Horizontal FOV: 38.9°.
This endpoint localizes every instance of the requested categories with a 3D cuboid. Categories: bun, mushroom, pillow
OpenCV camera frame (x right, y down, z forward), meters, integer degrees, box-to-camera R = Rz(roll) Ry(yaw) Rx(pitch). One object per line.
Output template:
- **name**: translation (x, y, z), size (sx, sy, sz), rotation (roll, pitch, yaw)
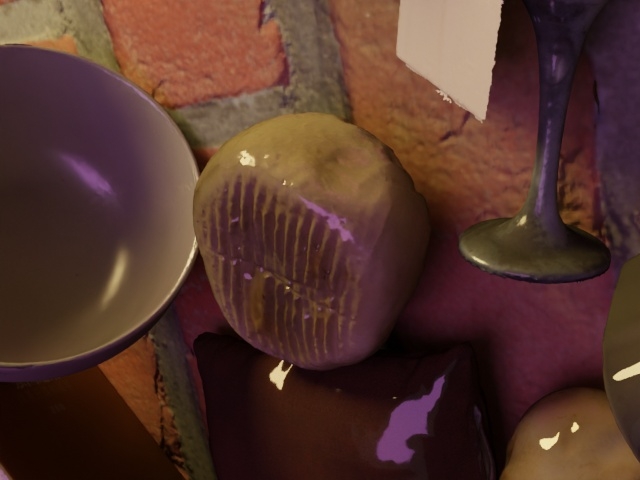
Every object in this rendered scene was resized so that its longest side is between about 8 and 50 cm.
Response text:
- **bun**: translation (0.000, 0.000, 0.667), size (0.178, 0.128, 0.193), rotation (26, 133, 25)
- **mushroom**: translation (0.186, 0.168, 0.605), size (0.148, 0.112, 0.148), rotation (-11, 68, 27)
- **pillow**: translation (0.022, 0.223, 0.752), size (0.305, 0.108, 0.308), rotation (-2, 105, 42)

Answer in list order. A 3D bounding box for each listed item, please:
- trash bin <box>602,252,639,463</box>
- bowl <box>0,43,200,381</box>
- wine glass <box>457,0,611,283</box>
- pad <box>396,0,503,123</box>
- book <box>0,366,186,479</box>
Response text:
- **trash bin**: translation (0.279, 0.041, 0.395), size (0.250, 0.220, 0.219), rotation (-32, 98, 35)
- **bowl**: translation (-0.252, -0.008, 0.763), size (0.287, 0.287, 0.144), rotation (51, 149, 8)
- **wine glass**: translation (0.224, -0.126, 0.511), size (0.264, 0.096, 0.309), rotation (6, 113, 9)
- **pad**: translation (0.080, -0.199, 0.536), size (0.156, 0.004, 0.232), rotation (-122, 31, -58)
- **book**: translation (-0.243, 0.171, 0.842), size (0.028, 0.262, 0.374), rotation (-42, 81, 9)
